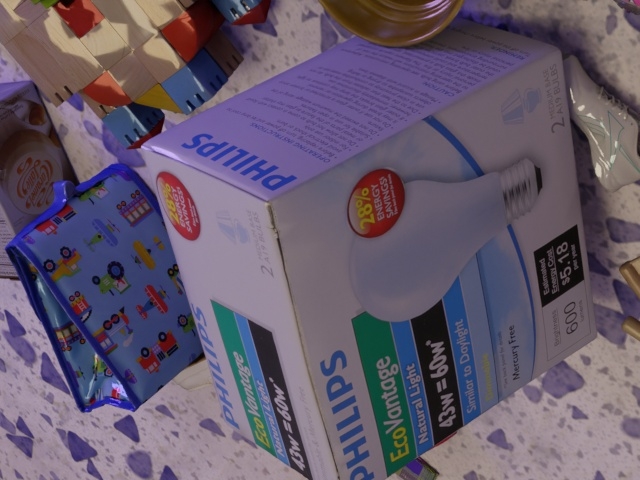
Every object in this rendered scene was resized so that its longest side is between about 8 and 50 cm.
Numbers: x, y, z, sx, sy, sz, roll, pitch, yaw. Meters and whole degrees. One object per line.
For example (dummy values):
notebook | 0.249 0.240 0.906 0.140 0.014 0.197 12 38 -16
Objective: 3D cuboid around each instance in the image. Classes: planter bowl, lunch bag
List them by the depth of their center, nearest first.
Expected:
planter bowl | 0.083 -0.309 1.477 0.217 0.090 0.217 19 122 32
lunch bag | -0.279 0.049 1.995 0.138 0.221 0.293 -9 115 46

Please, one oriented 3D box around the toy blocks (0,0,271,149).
toy blocks | -0.207 -0.252 1.728 0.381 0.191 0.261 -30 107 35

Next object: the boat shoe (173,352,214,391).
boat shoe | -0.102 0.172 2.028 0.277 0.098 0.096 -27 100 48

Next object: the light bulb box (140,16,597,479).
light bulb box | 0.062 0.005 1.511 0.225 0.361 0.358 26 138 49

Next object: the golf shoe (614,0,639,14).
golf shoe | 0.287 -0.256 1.360 0.186 0.067 0.086 20 131 31

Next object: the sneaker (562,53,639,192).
sneaker | 0.286 -0.124 1.486 0.061 0.054 0.152 -21 109 32

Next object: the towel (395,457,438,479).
towel | 0.117 0.305 2.004 0.083 0.009 0.060 37 138 14

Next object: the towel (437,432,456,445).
towel | 0.026 0.184 1.907 0.199 0.031 0.275 -32 99 19

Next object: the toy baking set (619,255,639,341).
toy baking set | 0.391 0.081 1.362 0.256 0.030 0.197 38 139 14

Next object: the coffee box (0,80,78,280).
coffee box | -0.431 -0.083 2.093 0.098 0.141 0.246 1 122 41
